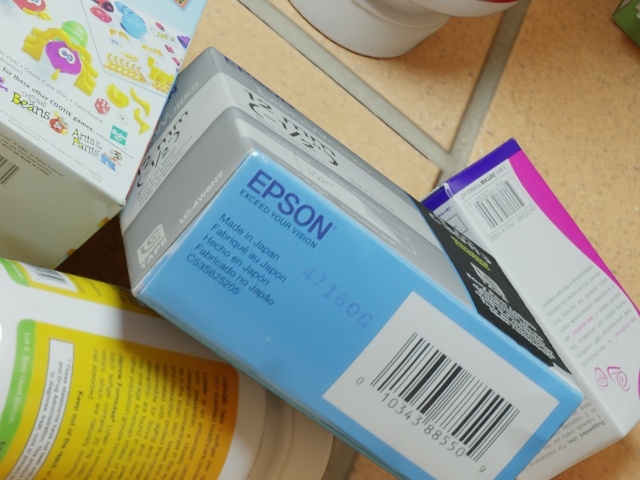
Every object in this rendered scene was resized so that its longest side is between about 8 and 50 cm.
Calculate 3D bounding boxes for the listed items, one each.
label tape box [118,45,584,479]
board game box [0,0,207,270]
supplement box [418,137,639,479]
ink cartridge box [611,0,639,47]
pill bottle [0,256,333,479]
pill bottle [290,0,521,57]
[{"bbox_3d":[0.000,0.000,1.205,0.249,0.115,0.347,36,13,-19],"label":"label tape box"},{"bbox_3d":[-0.179,-0.121,1.223,0.144,0.142,0.275,35,44,-18],"label":"board game box"},{"bbox_3d":[0.148,0.055,1.419,0.220,0.114,0.111,54,40,4],"label":"supplement box"},{"bbox_3d":[0.345,-0.211,1.824,0.109,0.062,0.209,44,42,-9],"label":"ink cartridge box"},{"bbox_3d":[-0.119,0.097,1.127,0.246,0.136,0.136,16,53,-34],"label":"pill bottle"},{"bbox_3d":[0.139,-0.315,1.448,0.229,0.408,0.229,23,49,-29],"label":"pill bottle"}]
